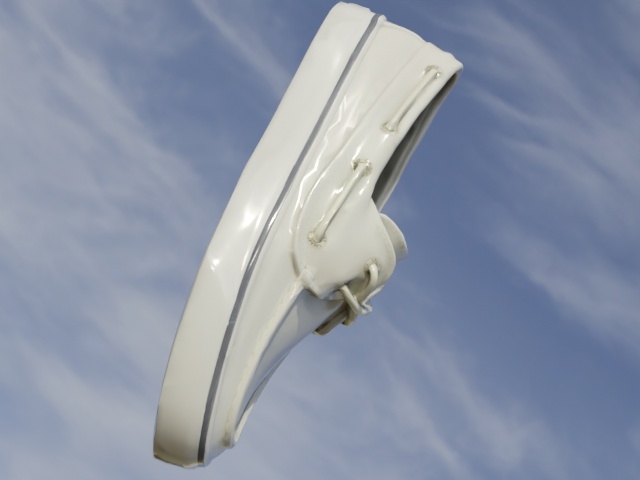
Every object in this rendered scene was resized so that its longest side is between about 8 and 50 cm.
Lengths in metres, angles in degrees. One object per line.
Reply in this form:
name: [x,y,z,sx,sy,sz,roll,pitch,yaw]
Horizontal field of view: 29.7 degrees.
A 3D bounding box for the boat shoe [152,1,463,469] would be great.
boat shoe: [0.000,0.000,0.615,0.088,0.267,0.096,21,-29,5]
